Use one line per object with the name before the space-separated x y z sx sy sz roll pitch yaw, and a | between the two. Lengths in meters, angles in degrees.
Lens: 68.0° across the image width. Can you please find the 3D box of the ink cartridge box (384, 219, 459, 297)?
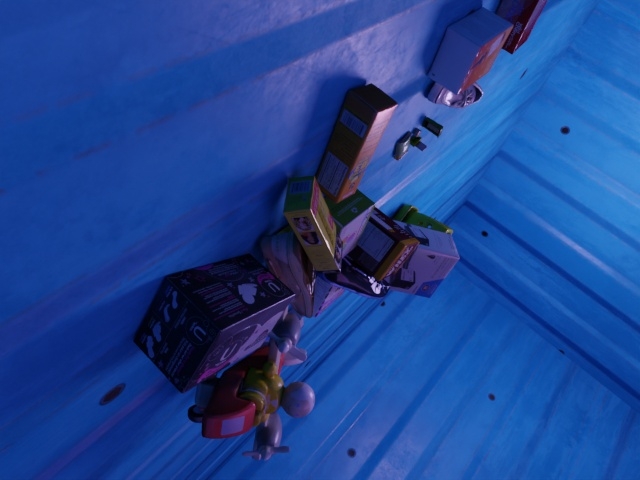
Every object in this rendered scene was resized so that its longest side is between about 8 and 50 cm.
ink cartridge box | 0.291 0.063 1.676 0.129 0.307 0.223 -94 -157 -47

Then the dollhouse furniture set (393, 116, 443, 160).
dollhouse furniture set | 0.275 -0.278 1.336 0.151 0.058 0.076 -44 162 -20

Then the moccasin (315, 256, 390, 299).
moccasin | 0.128 0.102 1.475 0.341 0.137 0.117 20 100 -53

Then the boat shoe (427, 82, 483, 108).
boat shoe | 0.371 -0.397 1.275 0.267 0.088 0.096 -24 150 -57

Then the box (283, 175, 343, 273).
box | -0.009 -0.025 0.969 0.232 0.058 0.088 63 27 -51

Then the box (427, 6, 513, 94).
box | 0.351 -0.444 1.114 0.170 0.091 0.130 -40 161 -33

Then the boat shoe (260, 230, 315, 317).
boat shoe | -0.069 0.083 1.090 0.302 0.098 0.109 79 11 -54

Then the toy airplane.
toy airplane | -0.127 0.372 1.248 0.385 0.272 0.386 -61 154 -25

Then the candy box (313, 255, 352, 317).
candy box | 0.036 0.148 1.624 0.164 0.070 0.196 -35 159 -41

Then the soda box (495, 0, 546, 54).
soda box | 0.513 -0.608 1.179 0.083 0.092 0.263 -44 162 -24

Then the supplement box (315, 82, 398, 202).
supplement box | 0.064 -0.188 0.950 0.078 0.080 0.234 -32 158 -41

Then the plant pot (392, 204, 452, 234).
plant pot | 0.380 -0.015 1.926 0.228 0.207 0.227 -54 164 12

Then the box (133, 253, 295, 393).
box | -0.190 0.146 0.899 0.163 0.142 0.247 -57 162 21

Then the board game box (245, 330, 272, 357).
board game box | -0.178 0.302 1.471 0.169 0.033 0.133 -57 156 15

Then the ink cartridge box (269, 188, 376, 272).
ink cartridge box | 0.000 0.000 1.159 0.255 0.097 0.189 -39 161 -34

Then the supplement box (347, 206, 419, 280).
supplement box | 0.163 0.000 1.411 0.129 0.194 0.191 -55 163 17

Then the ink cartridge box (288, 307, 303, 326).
ink cartridge box | -0.104 0.289 1.598 0.088 0.052 0.122 -45 164 -19
